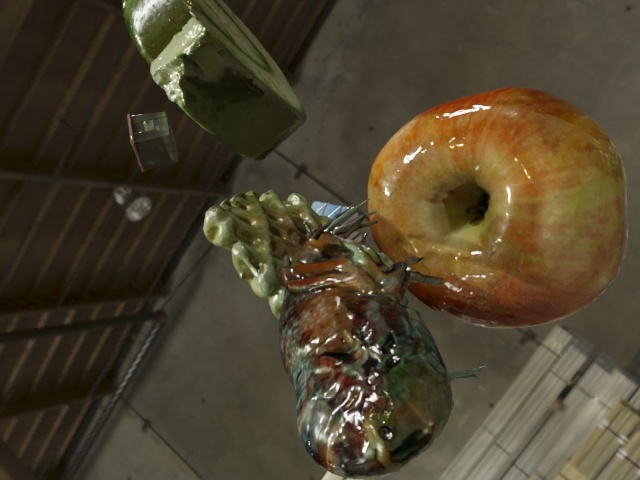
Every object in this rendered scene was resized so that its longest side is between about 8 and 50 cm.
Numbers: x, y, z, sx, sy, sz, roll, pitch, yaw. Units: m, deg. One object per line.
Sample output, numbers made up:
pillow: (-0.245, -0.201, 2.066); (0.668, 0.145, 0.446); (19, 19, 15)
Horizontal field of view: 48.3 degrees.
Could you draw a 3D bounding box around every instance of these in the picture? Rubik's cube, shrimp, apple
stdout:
Rubik's cube: (0.000, 0.000, 1.611); (0.178, 0.211, 0.190); (-35, -13, -21)
shrimp: (0.044, 0.073, 0.612); (0.137, 0.172, 0.372); (-33, 21, 18)
apple: (0.223, -0.038, 0.865); (0.301, 0.302, 0.301); (-43, -23, -23)

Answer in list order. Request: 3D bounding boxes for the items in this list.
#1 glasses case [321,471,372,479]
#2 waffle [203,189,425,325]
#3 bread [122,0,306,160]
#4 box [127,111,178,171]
glasses case: (0.056, 0.264, 0.877); (0.083, 0.050, 0.196); (-23, -32, -53)
waffle: (0.002, 0.043, 0.874); (0.056, 0.292, 0.309); (-49, -12, 18)
bread: (-0.184, -0.302, 1.195); (0.129, 0.366, 0.382); (-40, 11, 13)
box: (-0.261, -0.156, 1.115); (0.063, 0.060, 0.084); (-13, -29, -9)
